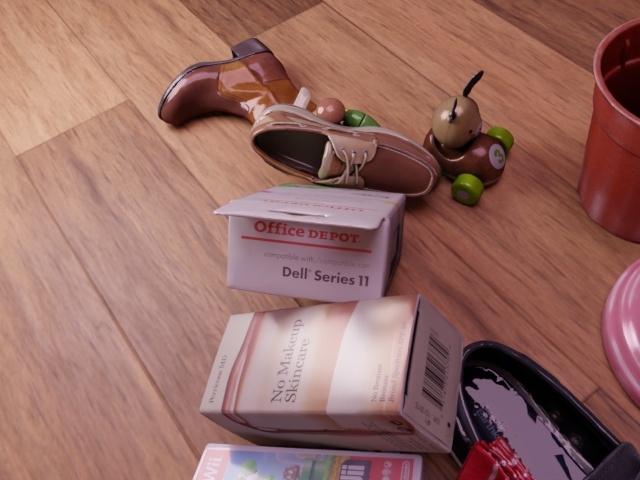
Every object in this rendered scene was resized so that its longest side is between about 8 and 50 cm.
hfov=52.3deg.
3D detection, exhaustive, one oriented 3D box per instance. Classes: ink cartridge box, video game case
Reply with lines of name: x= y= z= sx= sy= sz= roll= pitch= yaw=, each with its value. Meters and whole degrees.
ink cartridge box: x=0.000 y=0.000 z=0.895 sx=0.207 sy=0.119 sz=0.353 roll=6 pitch=11 yaw=11
video game case: x=-0.033 y=0.330 z=0.742 sx=0.285 sy=0.025 sz=0.204 roll=-3 pitch=38 yaw=18

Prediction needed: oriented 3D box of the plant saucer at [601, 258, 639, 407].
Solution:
plant saucer: x=0.568 y=0.128 z=0.890 sx=0.332 sy=0.084 sz=0.332 roll=-3 pitch=53 yaw=4

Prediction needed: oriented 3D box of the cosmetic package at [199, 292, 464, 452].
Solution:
cosmetic package: x=0.012 y=0.169 z=0.811 sx=0.296 sy=0.129 sz=0.153 roll=-12 pitch=50 yaw=35

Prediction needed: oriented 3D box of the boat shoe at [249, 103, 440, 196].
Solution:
boat shoe: x=0.033 y=-0.130 z=1.071 sx=0.324 sy=0.123 sz=0.116 roll=15 pitch=28 yaw=8

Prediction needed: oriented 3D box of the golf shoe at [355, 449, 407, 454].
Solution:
golf shoe: x=0.088 y=0.291 z=0.821 sx=0.069 sy=0.086 sz=0.176 roll=-24 pitch=57 yaw=-14

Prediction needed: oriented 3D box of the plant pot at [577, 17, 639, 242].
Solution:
plant pot: x=0.522 y=-0.150 z=0.986 sx=0.272 sy=0.265 sz=0.272 roll=-3 pitch=54 yaw=4

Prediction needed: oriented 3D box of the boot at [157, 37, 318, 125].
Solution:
boot: x=-0.140 y=-0.229 z=1.249 sx=0.264 sy=0.096 sz=0.280 roll=-31 pitch=69 yaw=-18

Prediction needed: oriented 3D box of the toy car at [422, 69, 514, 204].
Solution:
toy car: x=0.244 y=-0.186 z=1.088 sx=0.149 sy=0.188 sz=0.155 roll=25 pitch=61 yaw=22

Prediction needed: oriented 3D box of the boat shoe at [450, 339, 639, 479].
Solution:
boat shoe: x=0.306 y=0.313 z=0.740 sx=0.187 sy=0.156 sz=0.500 roll=-29 pitch=57 yaw=-17

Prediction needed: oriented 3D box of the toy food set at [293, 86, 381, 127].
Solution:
toy food set: x=0.032 y=-0.189 z=1.151 sx=0.218 sy=0.071 sz=0.128 roll=30 pitch=76 yaw=5

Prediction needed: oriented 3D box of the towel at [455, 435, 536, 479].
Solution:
towel: x=0.231 y=0.362 z=0.685 sx=0.031 sy=0.199 sz=0.275 roll=-18 pitch=52 yaw=-26
